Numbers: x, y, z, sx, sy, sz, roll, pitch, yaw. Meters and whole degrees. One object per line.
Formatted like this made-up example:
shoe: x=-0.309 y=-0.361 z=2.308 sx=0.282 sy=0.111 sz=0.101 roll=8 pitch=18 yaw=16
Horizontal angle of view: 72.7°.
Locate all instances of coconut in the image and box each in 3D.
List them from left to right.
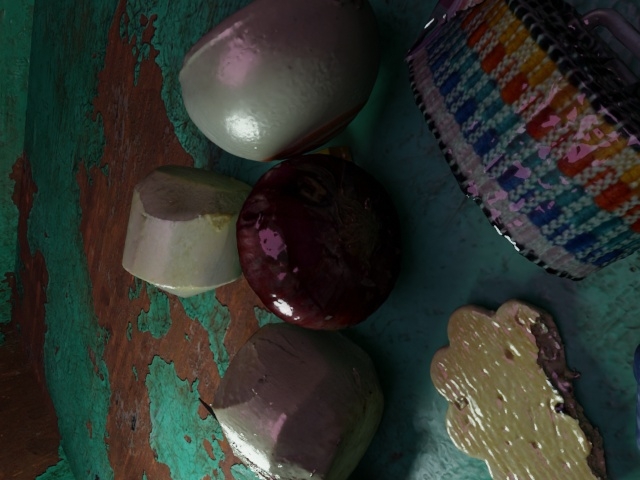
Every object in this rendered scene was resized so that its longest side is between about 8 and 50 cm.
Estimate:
coconut: x=-0.248 y=-0.007 z=0.834 sx=0.239 sy=0.239 sz=0.244 roll=27 pitch=109 yaw=37
coconut: x=-0.044 y=0.242 z=0.678 sx=0.248 sy=0.245 sz=0.244 roll=24 pitch=113 yaw=31

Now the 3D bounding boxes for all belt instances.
belt: x=0.221 y=-0.123 z=0.407 sx=0.160 sy=0.207 sz=0.294 roll=-45 pitch=52 yaw=42

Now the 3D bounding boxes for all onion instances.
onion: x=0.000 y=0.000 z=0.599 sx=0.190 sy=0.247 sz=0.246 roll=-2 pitch=95 yaw=50

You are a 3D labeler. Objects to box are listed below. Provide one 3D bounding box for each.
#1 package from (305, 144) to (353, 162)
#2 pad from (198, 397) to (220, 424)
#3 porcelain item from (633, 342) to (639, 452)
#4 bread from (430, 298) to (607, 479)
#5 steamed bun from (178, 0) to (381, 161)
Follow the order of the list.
package: x=-0.007 y=-0.106 z=0.720 sx=0.131 sy=0.047 sz=0.070 roll=-17 pitch=82 yaw=45
pad: x=-0.069 y=0.439 z=0.802 sx=0.368 sy=0.007 sz=0.247 roll=16 pitch=140 yaw=40
porcelain item: x=0.350 y=0.140 z=0.362 sx=0.147 sy=0.147 sz=0.114 roll=-2 pitch=96 yaw=43
bread: x=0.234 y=0.200 z=0.552 sx=0.182 sy=0.039 sz=0.250 roll=-23 pitch=81 yaw=43
steamed bun: x=-0.040 y=-0.209 z=0.594 sx=0.283 sy=0.283 sz=0.177 roll=-16 pitch=110 yaw=43
